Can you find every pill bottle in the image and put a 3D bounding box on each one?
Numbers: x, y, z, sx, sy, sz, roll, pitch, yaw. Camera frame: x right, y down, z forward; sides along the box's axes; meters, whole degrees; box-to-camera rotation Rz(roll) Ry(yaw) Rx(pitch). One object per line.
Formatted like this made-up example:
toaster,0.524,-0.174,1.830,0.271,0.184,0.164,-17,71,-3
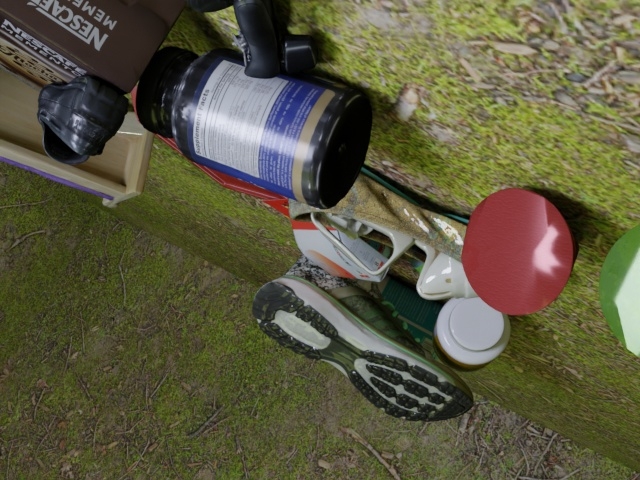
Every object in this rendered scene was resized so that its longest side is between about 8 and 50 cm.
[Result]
pill bottle,0.146,0.157,1.506,0.264,0.146,0.146,29,170,5
pill bottle,-0.069,-0.121,0.776,0.219,0.122,0.123,22,168,19
pill bottle,0.248,0.152,1.283,0.117,0.117,0.215,27,170,11

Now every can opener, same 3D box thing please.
can opener,-0.048,-0.184,0.643,0.073,0.059,0.186,-16,171,5

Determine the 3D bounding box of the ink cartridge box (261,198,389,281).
ink cartridge box,0.000,0.000,1.175,0.179,0.045,0.145,32,166,-26

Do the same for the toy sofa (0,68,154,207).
toy sofa,-0.452,-0.175,1.194,0.363,0.150,0.177,21,157,-39

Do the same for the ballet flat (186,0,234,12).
ballet flat,-0.085,-0.226,0.601,0.173,0.058,0.049,118,131,-79

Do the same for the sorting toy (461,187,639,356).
sorting toy,0.312,0.036,0.696,0.366,0.127,0.126,17,-167,41

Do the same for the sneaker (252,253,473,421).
sneaker,0.097,0.147,1.304,0.410,0.182,0.158,35,137,-6

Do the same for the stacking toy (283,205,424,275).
stacking toy,0.061,-0.001,1.237,0.221,0.052,0.167,17,164,46

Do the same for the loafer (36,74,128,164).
loafer,-0.261,-0.119,0.803,0.076,0.078,0.223,31,170,-27

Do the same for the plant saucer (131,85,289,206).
plant saucer,-0.146,-0.133,1.176,0.259,0.047,0.259,18,166,46

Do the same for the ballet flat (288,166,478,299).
ballet flat,0.116,0.007,0.951,0.349,0.123,0.123,27,169,9

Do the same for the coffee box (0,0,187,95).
coffee box,-0.281,-0.237,0.832,0.168,0.118,0.297,33,169,-25
